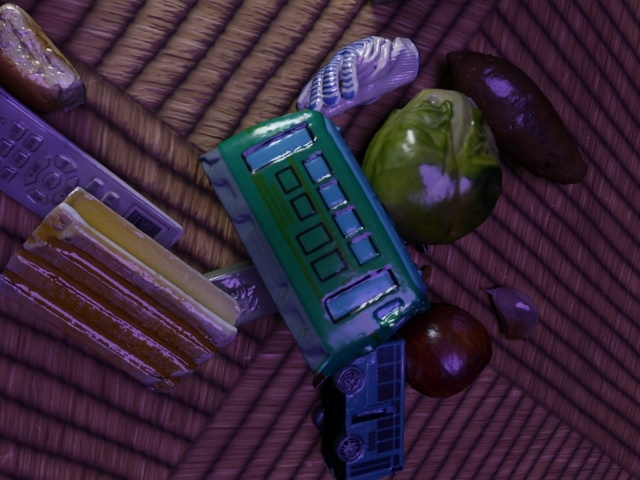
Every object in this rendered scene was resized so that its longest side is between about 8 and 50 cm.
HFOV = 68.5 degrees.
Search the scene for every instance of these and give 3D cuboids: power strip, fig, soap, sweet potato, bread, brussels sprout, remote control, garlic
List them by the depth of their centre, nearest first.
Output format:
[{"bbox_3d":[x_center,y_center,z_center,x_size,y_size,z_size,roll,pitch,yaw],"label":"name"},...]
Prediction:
[{"bbox_3d":[-0.360,-0.215,0.581,0.082,0.106,0.125,-43,109,-12],"label":"bread"},{"bbox_3d":[-0.266,0.078,0.639,0.274,0.089,0.173,41,114,-20],"label":"soap"},{"bbox_3d":[-0.342,-0.078,0.639,0.109,0.055,0.313,-44,115,9],"label":"remote control"},{"bbox_3d":[0.181,-0.121,0.760,0.220,0.210,0.271,21,76,-16],"label":"brussels sprout"},{"bbox_3d":[-0.048,0.059,0.778,0.288,0.053,0.093,-18,104,-18],"label":"power strip"},{"bbox_3d":[0.200,0.172,0.853,0.175,0.175,0.207,-34,86,-14],"label":"fig"},{"bbox_3d":[0.386,-0.207,0.875,0.423,0.130,0.130,30,86,-24],"label":"sweet potato"},{"bbox_3d":[0.404,0.144,0.966,0.084,0.066,0.152,-30,110,-13],"label":"garlic"}]

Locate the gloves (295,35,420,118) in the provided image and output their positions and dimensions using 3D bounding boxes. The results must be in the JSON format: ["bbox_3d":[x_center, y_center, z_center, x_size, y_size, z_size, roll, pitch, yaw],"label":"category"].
[{"bbox_3d":[0.057,-0.257,0.752,0.229,0.097,0.119,-33,154,-23],"label":"gloves"}]

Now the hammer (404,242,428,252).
[{"bbox_3d":[0.121,0.028,0.859,0.178,0.021,0.065,-30,109,-15],"label":"hammer"}]

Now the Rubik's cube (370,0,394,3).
[{"bbox_3d":[0.252,-0.571,0.645,0.347,0.347,0.344,-19,106,-18],"label":"Rubik's cube"}]

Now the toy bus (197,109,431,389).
[{"bbox_3d":[0.000,0.000,0.649,0.200,0.183,0.343,-29,84,1],"label":"toy bus"}]

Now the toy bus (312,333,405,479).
[{"bbox_3d":[0.071,0.282,0.821,0.147,0.128,0.255,-4,99,-20],"label":"toy bus"}]
